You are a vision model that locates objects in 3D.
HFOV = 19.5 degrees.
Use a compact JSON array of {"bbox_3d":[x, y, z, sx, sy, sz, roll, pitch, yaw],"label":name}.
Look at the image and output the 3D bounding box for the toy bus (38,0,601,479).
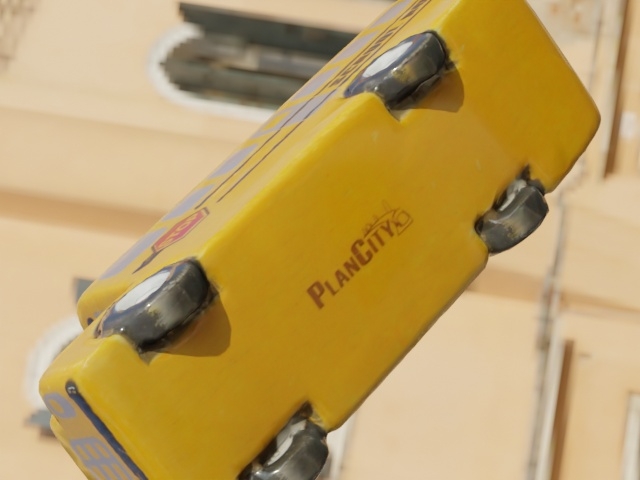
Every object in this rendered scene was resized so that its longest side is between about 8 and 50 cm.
[{"bbox_3d":[0.000,0.000,0.886,0.332,0.108,0.130,-45,18,-32],"label":"toy bus"}]
